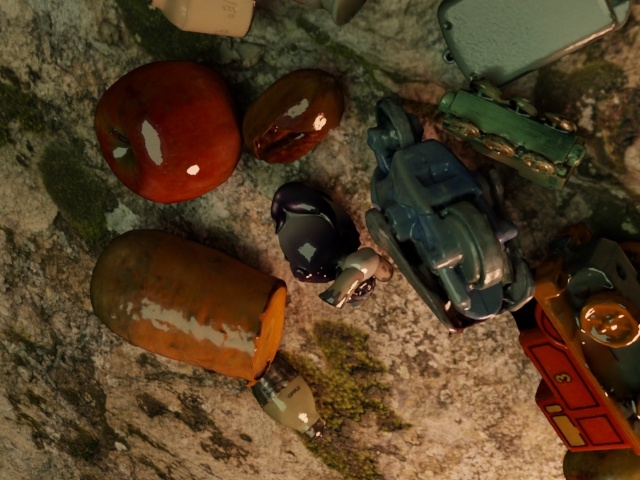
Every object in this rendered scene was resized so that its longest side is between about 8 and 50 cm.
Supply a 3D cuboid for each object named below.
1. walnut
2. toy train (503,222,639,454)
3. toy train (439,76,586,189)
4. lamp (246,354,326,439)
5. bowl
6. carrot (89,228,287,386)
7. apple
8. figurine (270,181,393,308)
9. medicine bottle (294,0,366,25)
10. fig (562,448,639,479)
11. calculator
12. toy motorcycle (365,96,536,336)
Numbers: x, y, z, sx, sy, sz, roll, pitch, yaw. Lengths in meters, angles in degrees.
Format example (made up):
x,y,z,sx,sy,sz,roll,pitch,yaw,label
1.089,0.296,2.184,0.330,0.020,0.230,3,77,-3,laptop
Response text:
x,y,z,sx,sy,sz,roll,pitch,yaw,label
-0.048,-0.183,1.024,0.207,0.116,0.115,-30,99,36,walnut
0.398,0.163,0.940,0.232,0.163,0.369,-28,100,45,toy train
0.248,-0.137,0.880,0.194,0.125,0.080,29,86,19,toy train
-0.085,0.282,1.297,0.250,0.101,0.101,48,127,3,lamp
-0.179,-0.388,0.901,0.238,0.126,0.237,166,90,-69,bowl
-0.236,0.109,1.216,0.341,0.224,0.224,15,122,12,carrot
-0.230,-0.174,1.069,0.230,0.230,0.230,13,120,22,apple
0.000,0.000,1.070,0.222,0.145,0.145,40,129,26,figurine
0.007,-0.372,0.869,0.143,0.147,0.147,35,126,6,medicine bottle
0.452,0.361,1.031,0.153,0.120,0.136,19,163,-3,fig
0.259,-0.285,0.842,0.246,0.045,0.141,-24,102,35,calculator
0.136,-0.021,0.910,0.319,0.182,0.241,64,145,35,toy motorcycle
